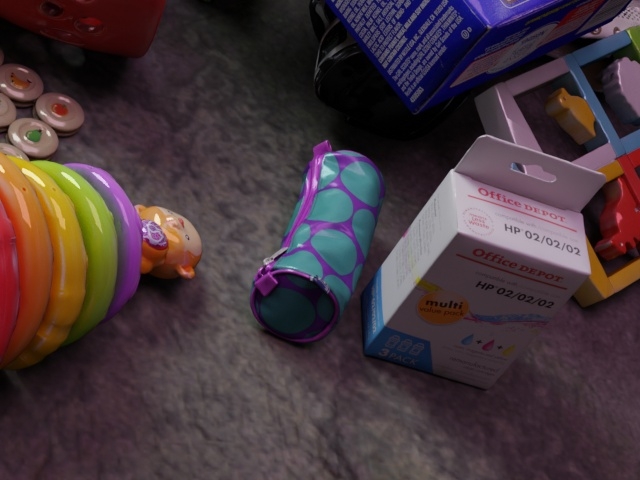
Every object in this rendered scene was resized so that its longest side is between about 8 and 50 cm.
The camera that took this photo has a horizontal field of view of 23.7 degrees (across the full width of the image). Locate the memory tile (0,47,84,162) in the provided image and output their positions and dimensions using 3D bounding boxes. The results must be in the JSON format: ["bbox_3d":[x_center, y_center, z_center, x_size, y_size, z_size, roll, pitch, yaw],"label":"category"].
[{"bbox_3d":[-0.247,-0.103,1.074,0.148,0.012,0.113,35,42,2],"label":"memory tile"}]

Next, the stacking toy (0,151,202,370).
[{"bbox_3d":[-0.173,0.010,0.938,0.302,0.165,0.175,-6,50,-53],"label":"stacking toy"}]

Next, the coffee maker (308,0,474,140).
[{"bbox_3d":[0.074,-0.182,1.250,0.171,0.120,0.178,3,57,-10],"label":"coffee maker"}]

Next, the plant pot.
[{"bbox_3d":[-0.194,-0.239,1.109,0.174,0.191,0.191,8,48,-14],"label":"plant pot"}]

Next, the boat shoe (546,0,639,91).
[{"bbox_3d":[0.260,-0.180,1.407,0.277,0.098,0.096,13,73,-33],"label":"boat shoe"}]

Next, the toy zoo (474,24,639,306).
[{"bbox_3d":[0.244,-0.068,1.272,0.293,0.030,0.192,-26,88,-38],"label":"toy zoo"}]

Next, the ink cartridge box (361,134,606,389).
[{"bbox_3d":[0.113,0.019,1.056,0.104,0.181,0.061,17,45,-17],"label":"ink cartridge box"}]

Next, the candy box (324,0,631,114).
[{"bbox_3d":[0.084,-0.284,1.181,0.268,0.122,0.317,-27,77,-41],"label":"candy box"}]

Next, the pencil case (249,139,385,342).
[{"bbox_3d":[0.000,0.000,1.091,0.070,0.064,0.151,48,37,-22],"label":"pencil case"}]
